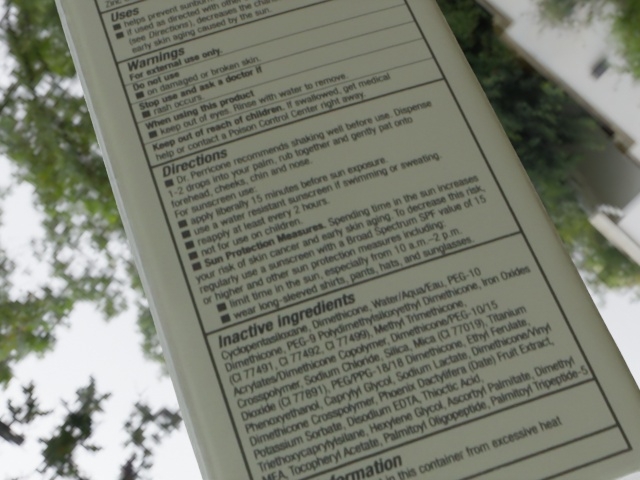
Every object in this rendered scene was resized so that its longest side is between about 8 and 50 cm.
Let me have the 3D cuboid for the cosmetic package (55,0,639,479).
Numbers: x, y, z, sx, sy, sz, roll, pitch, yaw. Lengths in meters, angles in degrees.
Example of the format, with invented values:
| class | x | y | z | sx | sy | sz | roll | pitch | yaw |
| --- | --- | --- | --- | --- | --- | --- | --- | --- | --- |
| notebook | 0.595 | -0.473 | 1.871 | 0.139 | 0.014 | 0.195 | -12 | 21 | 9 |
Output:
| class | x | y | z | sx | sy | sz | roll | pitch | yaw |
| --- | --- | --- | --- | --- | --- | --- | --- | --- | --- |
| cosmetic package | 0.000 | 0.000 | 0.459 | 0.129 | 0.153 | 0.296 | 85 | 166 | -62 |
